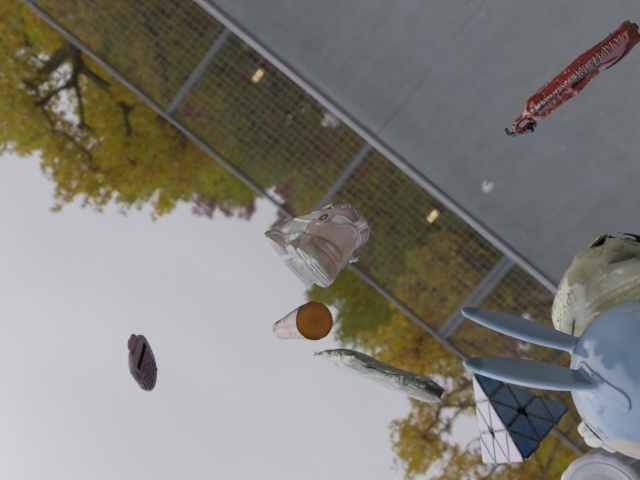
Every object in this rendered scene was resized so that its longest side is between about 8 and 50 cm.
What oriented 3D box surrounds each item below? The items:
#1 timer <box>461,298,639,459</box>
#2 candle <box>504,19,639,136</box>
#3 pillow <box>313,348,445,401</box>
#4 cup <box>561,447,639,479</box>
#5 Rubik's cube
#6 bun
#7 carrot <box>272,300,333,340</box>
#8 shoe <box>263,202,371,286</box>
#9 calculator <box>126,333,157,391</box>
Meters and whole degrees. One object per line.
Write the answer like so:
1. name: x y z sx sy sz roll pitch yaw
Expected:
1. timer: 0.278 0.143 0.838 0.175 0.255 0.175 -9 -90 -80
2. candle: 0.463 -0.293 1.567 0.059 0.302 0.084 51 -160 7
3. pillow: 0.115 0.259 1.655 0.230 0.050 0.148 26 160 -24
4. cup: 0.503 0.384 1.370 0.167 0.221 0.202 33 -163 35
5. Rubik's cube: 0.362 0.342 1.677 0.178 0.211 0.190 52 -172 4
6. bun: 0.503 0.100 1.438 0.239 0.239 0.141 35 -173 -20
7. carrot: -0.041 0.138 1.367 0.061 0.061 0.210 38 161 -9
8. shoe: 0.001 0.002 2.166 0.172 0.198 0.351 53 166 -22
9. calculator: -0.404 0.273 1.906 0.103 0.024 0.166 -83 -17 -46
